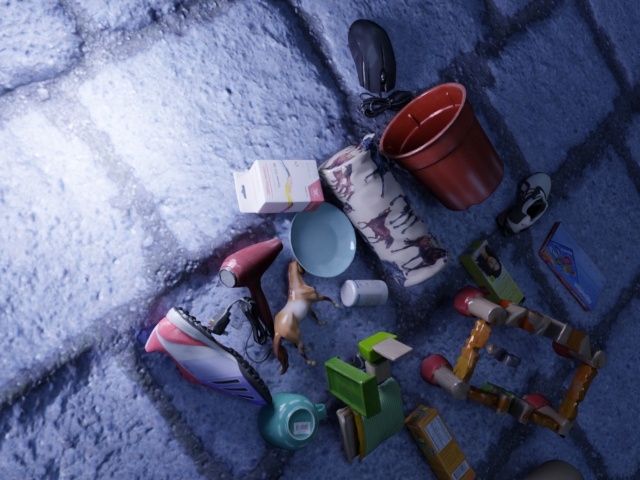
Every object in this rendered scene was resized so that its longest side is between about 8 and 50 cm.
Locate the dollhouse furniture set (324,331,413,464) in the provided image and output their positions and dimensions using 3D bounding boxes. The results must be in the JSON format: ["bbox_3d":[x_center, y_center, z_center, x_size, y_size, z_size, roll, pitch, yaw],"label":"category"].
[{"bbox_3d":[0.150,0.404,1.623,0.198,0.151,0.301,-22,113,-30],"label":"dollhouse furniture set"}]

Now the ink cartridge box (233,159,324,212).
[{"bbox_3d":[-0.101,-0.131,1.624,0.198,0.067,0.115,-4,70,-26],"label":"ink cartridge box"}]

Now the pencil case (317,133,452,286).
[{"bbox_3d":[0.176,-0.071,1.745,0.184,0.160,0.410,-38,103,-10],"label":"pencil case"}]

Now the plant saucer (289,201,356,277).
[{"bbox_3d":[0.000,0.000,1.699,0.195,0.037,0.194,6,77,-30],"label":"plant saucer"}]

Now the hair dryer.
[{"bbox_3d":[-0.162,0.119,1.578,0.223,0.080,0.293,45,59,-51],"label":"hair dryer"}]

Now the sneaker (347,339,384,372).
[{"bbox_3d":[0.110,0.300,1.721,0.188,0.067,0.078,-22,73,-29],"label":"sneaker"}]

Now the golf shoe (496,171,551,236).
[{"bbox_3d":[0.660,-0.115,2.066,0.105,0.120,0.273,48,61,-15],"label":"golf shoe"}]

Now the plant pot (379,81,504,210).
[{"bbox_3d":[0.348,-0.238,1.829,0.265,0.272,0.272,44,64,-28],"label":"plant pot"}]

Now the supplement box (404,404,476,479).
[{"bbox_3d":[0.320,0.556,1.795,0.080,0.078,0.233,-34,100,-27],"label":"supplement box"}]

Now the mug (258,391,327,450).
[{"bbox_3d":[-0.060,0.415,1.575,0.129,0.097,0.157,51,62,-15],"label":"mug"}]

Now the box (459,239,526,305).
[{"bbox_3d":[0.509,0.114,1.979,0.087,0.058,0.232,-46,107,-26],"label":"box"}]

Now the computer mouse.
[{"bbox_3d":[0.164,-0.487,1.847,0.189,0.072,0.272,-20,94,-30],"label":"computer mouse"}]

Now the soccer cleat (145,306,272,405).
[{"bbox_3d":[-0.242,0.283,1.494,0.116,0.109,0.318,-47,111,-5],"label":"soccer cleat"}]

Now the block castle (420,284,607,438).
[{"bbox_3d":[0.529,0.329,1.860,0.453,0.213,0.302,23,93,-21],"label":"block castle"}]

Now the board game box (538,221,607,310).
[{"bbox_3d":[0.826,0.086,2.190,0.281,0.027,0.145,46,62,-18],"label":"board game box"}]

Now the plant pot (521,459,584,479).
[{"bbox_3d":[0.641,0.756,1.885,0.274,0.257,0.256,-39,104,-47],"label":"plant pot"}]

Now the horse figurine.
[{"bbox_3d":[-0.051,0.190,1.621,0.174,0.066,0.263,46,55,-29],"label":"horse figurine"}]

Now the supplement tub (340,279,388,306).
[{"bbox_3d":[0.113,0.136,1.732,0.107,0.071,0.071,3,82,-31],"label":"supplement tub"}]
